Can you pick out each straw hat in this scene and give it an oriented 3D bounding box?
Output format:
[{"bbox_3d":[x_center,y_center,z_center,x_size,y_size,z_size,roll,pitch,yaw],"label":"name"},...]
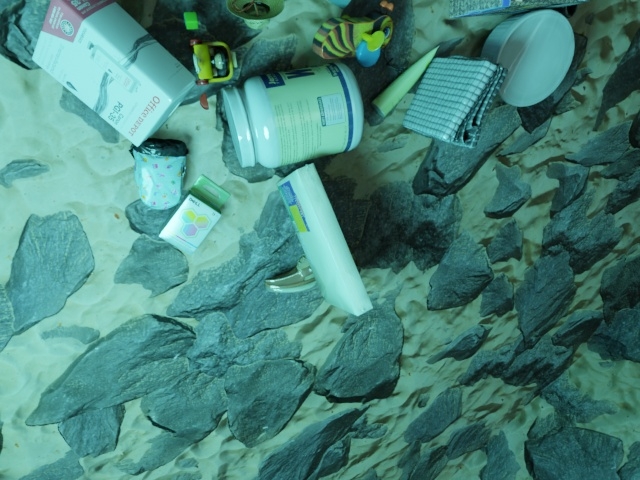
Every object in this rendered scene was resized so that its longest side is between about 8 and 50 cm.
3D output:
[{"bbox_3d":[-0.163,-0.578,1.061,0.145,0.144,0.061,-15,153,-12],"label":"straw hat"}]

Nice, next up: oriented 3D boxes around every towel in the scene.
[{"bbox_3d":[0.381,-0.399,1.197,0.121,0.283,0.235,20,105,-26],"label":"towel"}]

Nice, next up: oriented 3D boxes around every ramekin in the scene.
[{"bbox_3d":[0.620,-0.563,1.282,0.273,0.127,0.272,-9,123,-14],"label":"ramekin"}]

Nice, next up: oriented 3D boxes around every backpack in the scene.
[{"bbox_3d":[-0.432,-0.176,1.110,0.152,0.115,0.182,2,113,-22],"label":"backpack"}]

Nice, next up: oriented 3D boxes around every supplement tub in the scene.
[{"bbox_3d":[-0.073,-0.325,1.101,0.325,0.235,0.235,-15,115,-13],"label":"supplement tub"}]

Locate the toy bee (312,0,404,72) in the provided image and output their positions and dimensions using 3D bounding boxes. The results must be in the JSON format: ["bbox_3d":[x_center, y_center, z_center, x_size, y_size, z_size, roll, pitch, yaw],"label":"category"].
[{"bbox_3d":[0.120,-0.560,1.113,0.298,0.195,0.162,-28,144,-49],"label":"toy bee"}]

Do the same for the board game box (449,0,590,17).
[{"bbox_3d":[0.549,-0.716,1.153,0.291,0.232,0.141,-11,113,-15],"label":"board game box"}]

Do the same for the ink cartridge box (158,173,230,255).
[{"bbox_3d":[-0.361,-0.073,1.205,0.109,0.062,0.209,36,96,-26],"label":"ink cartridge box"}]

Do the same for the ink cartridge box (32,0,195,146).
[{"bbox_3d":[-0.461,-0.387,0.941,0.283,0.117,0.207,42,134,-21],"label":"ink cartridge box"}]

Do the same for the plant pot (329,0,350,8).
[{"bbox_3d":[0.002,-0.736,0.963,0.252,0.247,0.247,16,106,-13],"label":"plant pot"}]

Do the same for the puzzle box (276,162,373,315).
[{"bbox_3d":[0.000,0.000,1.171,0.052,0.272,0.408,-24,97,-15],"label":"puzzle box"}]

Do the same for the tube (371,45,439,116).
[{"bbox_3d":[0.257,-0.476,1.240,0.240,0.070,0.062,-45,133,5],"label":"tube"}]

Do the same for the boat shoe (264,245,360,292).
[{"bbox_3d":[-0.031,0.091,1.363,0.325,0.123,0.116,-13,96,-18],"label":"boat shoe"}]

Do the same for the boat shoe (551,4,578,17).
[{"bbox_3d":[0.775,-0.834,1.251,0.113,0.105,0.306,10,108,-22],"label":"boat shoe"}]

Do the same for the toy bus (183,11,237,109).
[{"bbox_3d":[-0.260,-0.438,1.021,0.104,0.202,0.191,-12,158,-14],"label":"toy bus"}]

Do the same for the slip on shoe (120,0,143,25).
[{"bbox_3d":[-0.444,-0.576,0.982,0.051,0.041,0.135,6,109,-21],"label":"slip on shoe"}]
